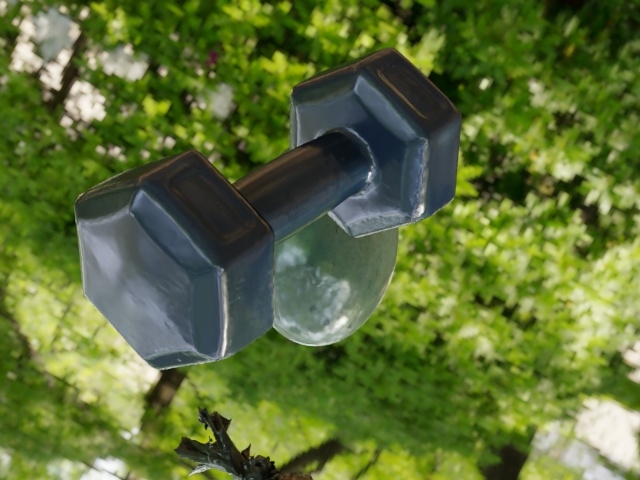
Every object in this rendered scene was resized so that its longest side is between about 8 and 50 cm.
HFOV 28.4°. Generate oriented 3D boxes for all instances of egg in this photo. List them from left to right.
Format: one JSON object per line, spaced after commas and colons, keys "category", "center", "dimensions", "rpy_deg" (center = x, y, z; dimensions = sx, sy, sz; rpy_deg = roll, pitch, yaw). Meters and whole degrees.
{"category": "egg", "center": [0.000, 0.000, 1.363], "dimensions": [0.169, 0.236, 0.169], "rpy_deg": [2, 148, 2]}

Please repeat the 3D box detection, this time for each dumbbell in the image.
{"category": "dumbbell", "center": [-0.029, -0.032, 0.957], "dimensions": [0.160, 0.325, 0.144], "rpy_deg": [-11, 105, 45]}

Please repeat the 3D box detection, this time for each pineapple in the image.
{"category": "pineapple", "center": [-0.093, 0.347, 1.814], "dimensions": [0.130, 0.119, 0.277], "rpy_deg": [3, -161, -47]}
